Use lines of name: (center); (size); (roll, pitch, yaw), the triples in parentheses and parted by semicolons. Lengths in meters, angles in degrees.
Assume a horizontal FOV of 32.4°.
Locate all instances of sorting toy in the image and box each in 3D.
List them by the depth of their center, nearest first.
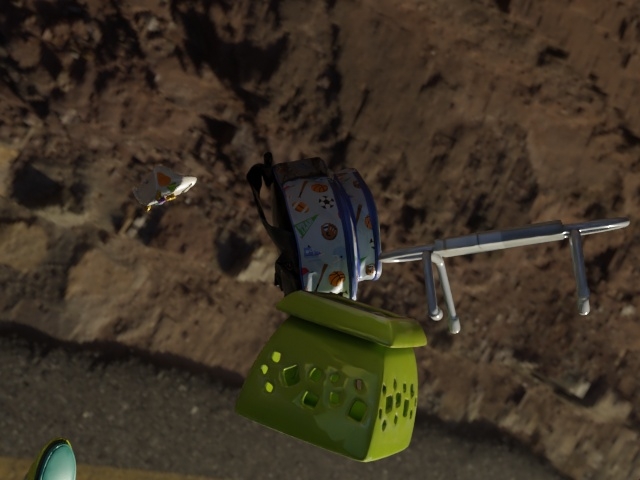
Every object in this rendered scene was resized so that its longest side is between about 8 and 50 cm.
sorting toy: (-0.225, -0.078, 1.635); (0.075, 0.045, 0.083); (-13, 167, -36)

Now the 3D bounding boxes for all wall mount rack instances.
wall mount rack: (0.269, 0.055, 1.579); (0.304, 0.349, 0.131); (21, 61, -76)

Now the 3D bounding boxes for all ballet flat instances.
ballet flat: (-0.411, 0.387, 1.654); (0.077, 0.077, 0.231); (-24, 125, -43)

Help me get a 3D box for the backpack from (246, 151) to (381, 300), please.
backpack: (0.000, 0.000, 1.939); (0.213, 0.263, 0.277); (-12, 115, 1)

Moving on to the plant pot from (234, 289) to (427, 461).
plant pot: (0.033, 0.197, 1.697); (0.228, 0.227, 0.207); (13, 93, -68)
